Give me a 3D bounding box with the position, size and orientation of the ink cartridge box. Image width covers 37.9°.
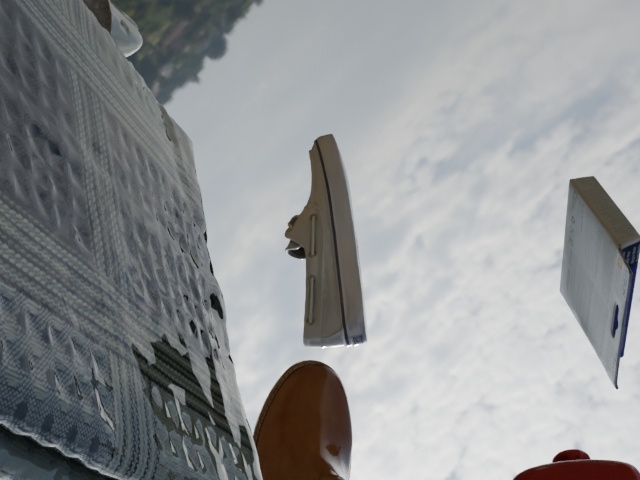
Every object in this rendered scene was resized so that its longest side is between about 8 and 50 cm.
[{"bbox_3d":[0.406,0.057,1.328,0.045,0.223,0.224,-9,-142,-3],"label":"ink cartridge box"}]

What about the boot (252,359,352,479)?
[{"bbox_3d":[-0.004,0.224,0.814,0.220,0.109,0.283,131,-21,-64],"label":"boot"}]

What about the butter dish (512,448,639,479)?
[{"bbox_3d":[0.224,0.236,0.805,0.160,0.160,0.118,-9,-137,13],"label":"butter dish"}]

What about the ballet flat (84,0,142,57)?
[{"bbox_3d":[-0.220,-0.135,0.836,0.124,0.116,0.342,-26,137,-41],"label":"ballet flat"}]

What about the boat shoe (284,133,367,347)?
[{"bbox_3d":[0.000,0.000,1.128,0.088,0.267,0.096,-8,167,4],"label":"boat shoe"}]

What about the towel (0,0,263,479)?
[{"bbox_3d":[-0.127,-0.009,0.483,0.056,0.324,0.312,-21,-121,9],"label":"towel"}]
